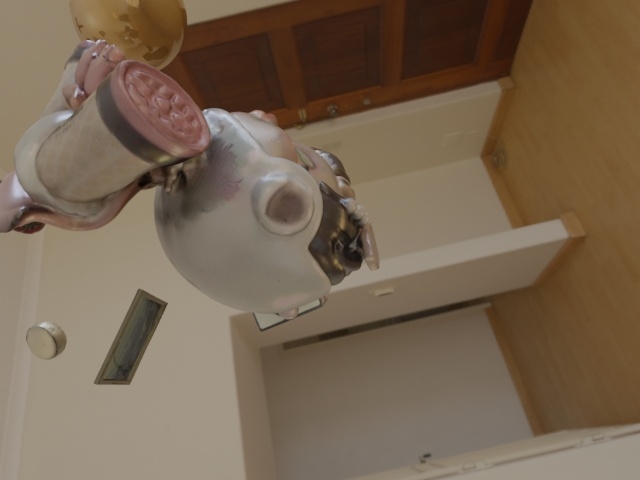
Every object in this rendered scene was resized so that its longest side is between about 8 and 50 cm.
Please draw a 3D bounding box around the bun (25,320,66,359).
[{"bbox_3d":[-0.943,0.340,1.570,0.094,0.138,0.138,-48,-53,-69],"label":"bun"}]

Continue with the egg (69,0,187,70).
[{"bbox_3d":[-0.347,-0.409,0.822,0.244,0.201,0.201,-115,9,-52],"label":"egg"}]

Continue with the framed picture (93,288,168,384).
[{"bbox_3d":[-0.676,0.358,1.629,0.247,0.022,0.335,83,-154,-71],"label":"framed picture"}]

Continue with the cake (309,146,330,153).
[{"bbox_3d":[-0.094,-0.110,1.225,0.196,0.198,0.293,-31,-48,-58],"label":"cake"}]

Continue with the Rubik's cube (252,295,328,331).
[{"bbox_3d":[-0.111,0.133,1.365,0.205,0.204,0.207,-13,-100,-86],"label":"Rubik's cube"}]

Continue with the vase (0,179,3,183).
[{"bbox_3d":[-0.675,-0.089,0.835,0.183,0.120,0.120,45,-156,-43],"label":"vase"}]

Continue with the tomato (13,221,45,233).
[{"bbox_3d":[-0.698,-0.061,1.067,0.075,0.087,0.087,46,162,34],"label":"tomato"}]

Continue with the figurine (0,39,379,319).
[{"bbox_3d":[-0.117,-0.049,0.487,0.361,0.211,0.253,23,-158,-41],"label":"figurine"}]
